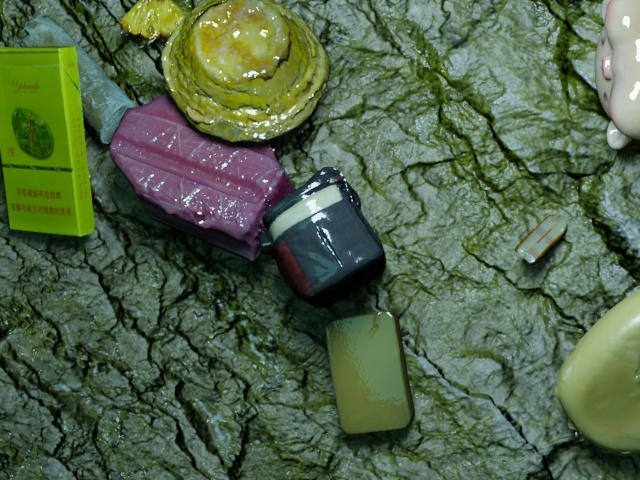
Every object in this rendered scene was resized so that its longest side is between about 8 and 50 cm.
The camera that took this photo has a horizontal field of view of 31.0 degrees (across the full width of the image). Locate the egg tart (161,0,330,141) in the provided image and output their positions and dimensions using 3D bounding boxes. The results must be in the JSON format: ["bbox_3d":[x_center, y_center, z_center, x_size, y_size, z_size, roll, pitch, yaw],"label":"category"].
[{"bbox_3d":[-0.126,-0.303,1.897,0.294,0.123,0.294,-1,63,2],"label":"egg tart"}]

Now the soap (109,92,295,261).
[{"bbox_3d":[-0.208,-0.119,1.947,0.324,0.127,0.220,23,67,15],"label":"soap"}]

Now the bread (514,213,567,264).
[{"bbox_3d":[0.346,0.007,1.837,0.043,0.062,0.109,43,62,11],"label":"bread"}]

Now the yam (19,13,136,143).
[{"bbox_3d":[-0.442,-0.296,2.079,0.259,0.093,0.093,46,105,13],"label":"yam"}]

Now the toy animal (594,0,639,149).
[{"bbox_3d":[0.501,-0.293,1.672,0.246,0.277,0.345,16,100,32],"label":"toy animal"}]

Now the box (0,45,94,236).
[{"bbox_3d":[-0.501,-0.179,2.068,0.187,0.047,0.335,6,107,33],"label":"box"}]

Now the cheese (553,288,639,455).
[{"bbox_3d":[0.506,0.203,1.746,0.315,0.128,0.260,-27,85,20],"label":"cheese"}]

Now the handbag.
[{"bbox_3d":[0.000,0.000,1.851,0.181,0.254,0.181,-31,80,2],"label":"handbag"}]

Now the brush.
[{"bbox_3d":[0.083,0.219,1.928,0.123,0.059,0.197,-10,89,16],"label":"brush"}]

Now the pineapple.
[{"bbox_3d":[-0.282,-0.396,2.040,0.137,0.069,0.116,3,87,10],"label":"pineapple"}]
